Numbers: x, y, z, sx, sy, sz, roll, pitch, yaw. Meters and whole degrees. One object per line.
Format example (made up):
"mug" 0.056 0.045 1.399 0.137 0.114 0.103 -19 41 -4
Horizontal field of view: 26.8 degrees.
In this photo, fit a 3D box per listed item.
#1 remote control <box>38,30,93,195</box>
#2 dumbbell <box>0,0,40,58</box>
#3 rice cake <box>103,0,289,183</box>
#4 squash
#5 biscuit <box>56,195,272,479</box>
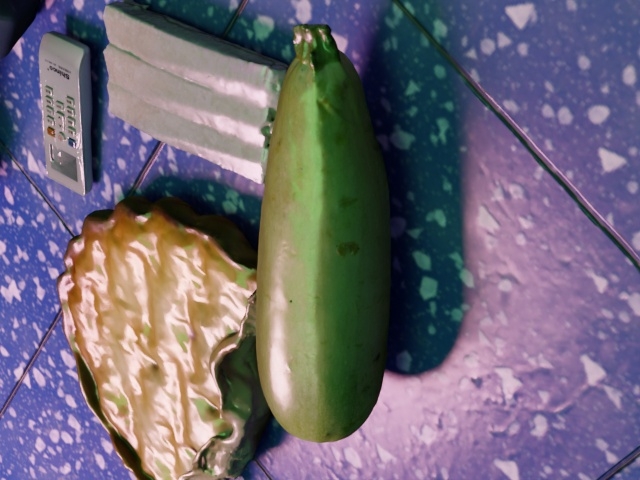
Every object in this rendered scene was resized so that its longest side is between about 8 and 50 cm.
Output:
"remote control" -0.250 -0.126 1.342 0.061 0.029 0.162 29 131 31
"dumbbell" -0.391 -0.163 1.371 0.143 0.156 0.316 24 131 -5
"rice cake" -0.109 -0.135 1.207 0.211 0.038 0.124 21 122 33
"squash" 0.004 -0.002 1.120 0.118 0.118 0.371 16 115 36
"biscuit" -0.128 0.105 1.314 0.335 0.078 0.329 -26 88 45
